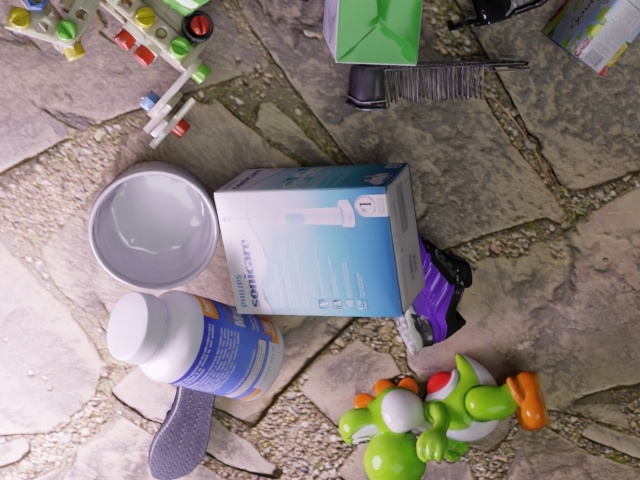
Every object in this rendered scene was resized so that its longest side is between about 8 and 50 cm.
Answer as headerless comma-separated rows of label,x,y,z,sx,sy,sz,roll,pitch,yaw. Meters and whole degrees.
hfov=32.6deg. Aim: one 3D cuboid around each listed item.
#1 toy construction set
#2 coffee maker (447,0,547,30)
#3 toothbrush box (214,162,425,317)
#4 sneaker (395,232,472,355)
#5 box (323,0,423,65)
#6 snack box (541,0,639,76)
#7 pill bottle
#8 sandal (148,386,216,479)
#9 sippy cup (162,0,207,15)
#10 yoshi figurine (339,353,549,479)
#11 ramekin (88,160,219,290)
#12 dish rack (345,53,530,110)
toy construction set,-0.291,-0.295,1.653,0.327,0.151,0.215,44,77,-26
coffee maker,0.249,-0.427,1.665,0.171,0.120,0.178,-24,111,5
toothbrush box,0.000,0.000,1.743,0.295,0.126,0.216,-2,110,24
sneaker,0.180,0.043,1.863,0.146,0.102,0.293,-18,115,-5
box,0.080,-0.408,1.597,0.126,0.231,0.262,1,112,-6
snack box,0.450,-0.368,1.675,0.070,0.174,0.207,33,106,-17
pill bottle,-0.205,0.167,1.789,0.272,0.152,0.152,21,110,-41
sandal,-0.236,0.313,1.956,0.097,0.054,0.255,18,99,-19
sippy cup,-0.099,-0.449,1.427,0.305,0.224,0.240,-19,111,1
yoshi figurine,0.219,0.346,1.931,0.362,0.203,0.204,-11,119,3
ramekin,-0.267,-0.033,1.780,0.207,0.109,0.207,-2,112,-4
dish rack,0.180,-0.248,1.689,0.271,0.208,0.074,-4,102,-5
